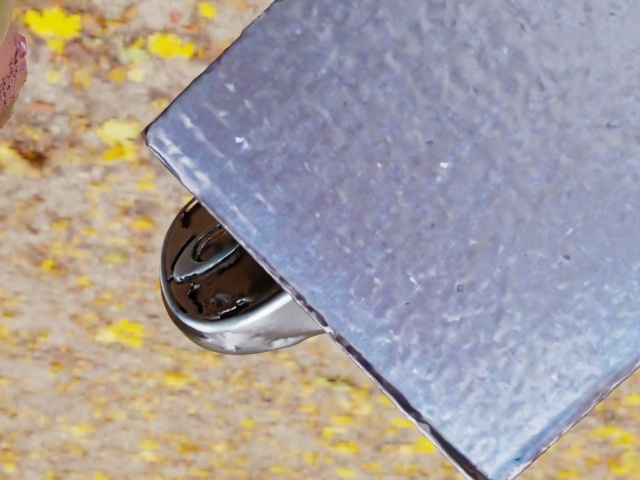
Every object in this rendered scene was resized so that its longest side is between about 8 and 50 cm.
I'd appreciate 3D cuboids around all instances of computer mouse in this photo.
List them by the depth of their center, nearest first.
[{"bbox_3d":[0.000,0.000,0.855,0.233,0.137,0.096,-16,136,-11],"label":"computer mouse"}]

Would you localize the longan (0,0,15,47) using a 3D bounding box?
[{"bbox_3d":[-0.243,-0.142,0.639,0.189,0.189,0.189,2,155,1],"label":"longan"}]

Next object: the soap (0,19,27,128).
[{"bbox_3d":[-0.457,-0.171,1.341,0.182,0.289,0.112,19,125,32],"label":"soap"}]

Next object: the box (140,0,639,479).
[{"bbox_3d":[0.091,-0.051,0.682,0.279,0.261,0.116,46,-175,-7],"label":"box"}]
